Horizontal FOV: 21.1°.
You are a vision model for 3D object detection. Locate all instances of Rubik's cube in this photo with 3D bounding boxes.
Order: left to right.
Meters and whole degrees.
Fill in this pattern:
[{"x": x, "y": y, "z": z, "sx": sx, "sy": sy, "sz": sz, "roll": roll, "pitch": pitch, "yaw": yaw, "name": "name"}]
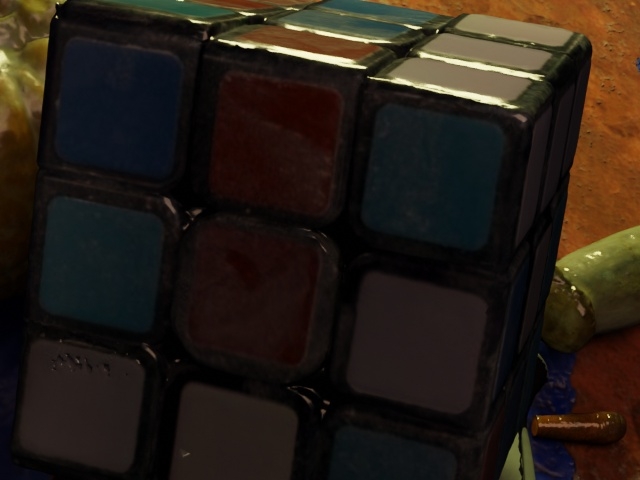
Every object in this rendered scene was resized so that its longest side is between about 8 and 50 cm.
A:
[{"x": 0.000, "y": 0.000, "z": 1.307, "sx": 0.359, "sy": 0.363, "sz": 0.362, "roll": 14, "pitch": 14, "yaw": 13, "name": "Rubik's cube"}]

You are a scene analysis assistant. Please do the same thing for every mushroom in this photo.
[{"x": 0.324, "y": 0.035, "z": 1.712, "sx": 0.312, "sy": 0.081, "sz": 0.100, "roll": -17, "pitch": 71, "yaw": -31, "name": "mushroom"}]

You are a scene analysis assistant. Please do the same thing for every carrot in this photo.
[{"x": 0.247, "y": 0.177, "z": 1.629, "sx": 0.093, "sy": 0.032, "sz": 0.032, "roll": 3, "pitch": 60, "yaw": -15, "name": "carrot"}]

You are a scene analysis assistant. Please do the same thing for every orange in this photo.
[{"x": -0.292, "y": -0.105, "z": 1.470, "sx": 0.329, "sy": 0.249, "sz": 0.329, "roll": 8, "pitch": 56, "yaw": -12, "name": "orange"}]

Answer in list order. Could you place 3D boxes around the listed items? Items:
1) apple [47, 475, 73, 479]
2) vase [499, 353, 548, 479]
[{"x": -0.147, "y": 0.264, "z": 1.327, "sx": 0.211, "sy": 0.211, "sz": 0.188, "roll": 43, "pitch": 35, "yaw": 7, "name": "apple"}, {"x": 0.126, "y": 0.257, "z": 1.470, "sx": 0.165, "sy": 0.165, "sz": 0.360, "roll": 17, "pitch": 53, "yaw": -10, "name": "vase"}]
